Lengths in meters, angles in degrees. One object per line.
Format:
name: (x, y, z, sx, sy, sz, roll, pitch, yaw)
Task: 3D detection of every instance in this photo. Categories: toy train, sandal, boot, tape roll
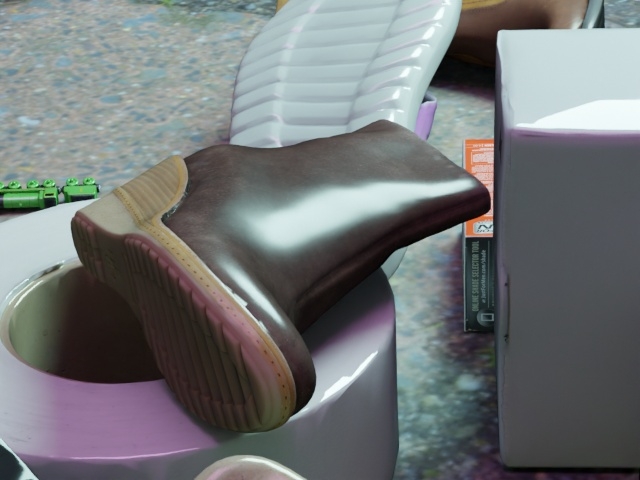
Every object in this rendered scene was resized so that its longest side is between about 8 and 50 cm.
toy train: (-0.203, -0.033, 1.257, 0.083, 0.017, 0.023, -3, 39, -1)
sandal: (0.017, -0.075, 1.244, 0.169, 0.102, 0.416, -8, 38, 22)
boot: (0.000, 0.000, 0.889, 0.207, 0.090, 0.248, -17, 28, -20)
boot: (0.087, -0.170, 1.405, 0.280, 0.096, 0.264, -2, 29, 3)
tape roll: (-0.098, 0.078, 0.955, 0.286, 0.100, 0.286, -3, 29, 1)

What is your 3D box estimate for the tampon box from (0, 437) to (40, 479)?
tampon box: (-0.189, 0.152, 0.770, 0.161, 0.101, 0.120, 42, 47, 20)

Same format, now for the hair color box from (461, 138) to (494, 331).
hair color box: (0.114, -0.006, 1.122, 0.043, 0.072, 0.141, 0, 29, 5)

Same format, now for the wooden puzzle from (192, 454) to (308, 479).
wooden puzzle: (-0.017, 0.243, 0.572, 0.322, 0.080, 0.348, -42, 36, -24)

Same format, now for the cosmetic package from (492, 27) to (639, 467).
cosmetic package: (0.286, 0.003, 0.945, 0.385, 0.217, 0.156, 2, 29, 5)
